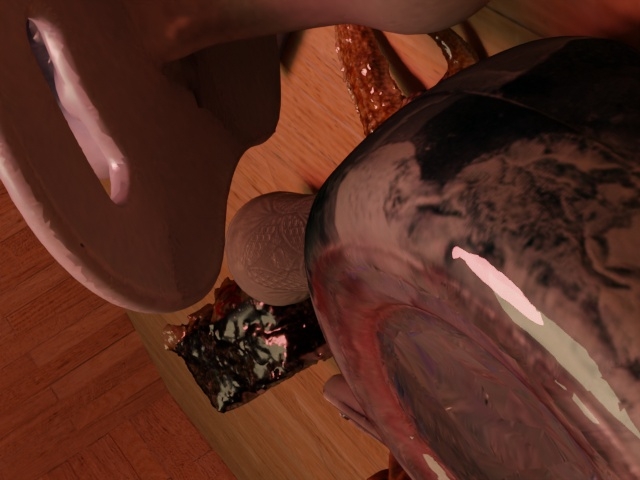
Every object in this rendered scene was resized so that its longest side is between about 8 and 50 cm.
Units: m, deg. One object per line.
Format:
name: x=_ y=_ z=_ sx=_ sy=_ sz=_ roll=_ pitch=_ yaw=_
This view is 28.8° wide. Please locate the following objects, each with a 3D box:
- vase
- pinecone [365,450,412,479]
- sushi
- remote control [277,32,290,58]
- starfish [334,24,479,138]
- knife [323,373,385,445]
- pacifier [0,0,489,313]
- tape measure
vase: x=0.000 y=0.000 z=0.935 sx=0.096 sy=0.096 sz=0.219 roll=59 pitch=163 yaw=-7
pinecone: x=0.130 y=0.180 z=0.701 sx=0.208 sy=0.207 sz=0.208 roll=52 pitch=165 yaw=20
sushi: x=-0.047 y=0.080 z=1.192 sx=0.115 sy=0.147 sz=0.212 roll=62 pitch=149 yaw=6
remote control: x=-0.041 y=-0.194 z=0.743 sx=0.107 sy=0.044 sz=0.377 roll=50 pitch=166 yaw=3
starfish: x=0.053 y=-0.051 z=0.717 sx=0.238 sy=0.057 sz=0.213 roll=54 pitch=158 yaw=9
knife: x=0.071 y=0.185 z=1.188 sx=0.073 sy=0.040 sz=0.265 roll=51 pitch=169 yaw=-21
pacifier: x=-0.036 y=-0.121 z=0.508 sx=0.299 sy=0.233 sz=0.244 roll=-76 pitch=-27 yaw=-53
tape measure: x=0.118 y=0.050 z=0.515 sx=0.256 sy=0.147 sz=0.275 roll=34 pitch=152 yaw=40
